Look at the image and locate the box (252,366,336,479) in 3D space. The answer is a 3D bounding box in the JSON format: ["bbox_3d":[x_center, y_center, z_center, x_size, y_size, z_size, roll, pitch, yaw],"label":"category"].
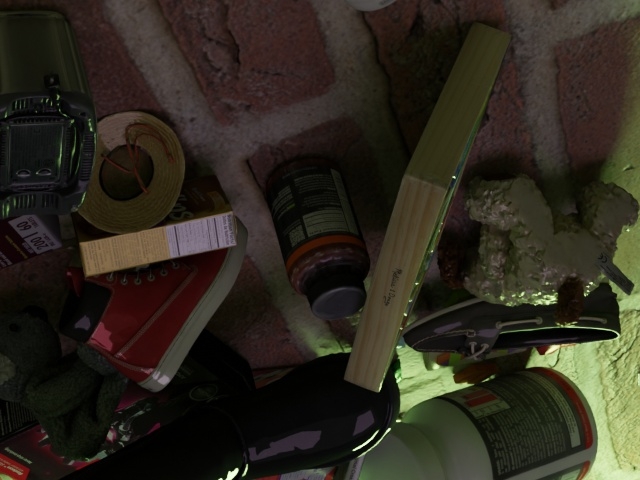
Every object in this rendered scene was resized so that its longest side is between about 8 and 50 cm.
[{"bbox_3d":[-0.069,0.338,2.183,0.154,0.142,0.300,-5,144,-16],"label":"box"}]

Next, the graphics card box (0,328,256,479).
[{"bbox_3d":[-0.301,0.248,2.009,0.371,0.094,0.233,-26,144,12],"label":"graphics card box"}]

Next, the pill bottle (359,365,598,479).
[{"bbox_3d":[0.249,0.337,2.184,0.363,0.210,0.210,-11,148,-35],"label":"pill bottle"}]

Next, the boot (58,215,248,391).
[{"bbox_3d":[-0.208,0.038,1.676,0.176,0.244,0.088,37,163,-21],"label":"boot"}]

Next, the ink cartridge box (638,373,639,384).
[{"bbox_3d":[0.609,0.246,2.432,0.083,0.028,0.048,-18,145,2],"label":"ink cartridge box"}]

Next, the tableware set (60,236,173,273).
[{"bbox_3d":[-0.231,0.009,1.759,0.194,0.039,0.128,-19,134,-7],"label":"tableware set"}]

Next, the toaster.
[{"bbox_3d":[-0.306,-0.138,1.429,0.129,0.146,0.227,-5,144,-17],"label":"toaster"}]

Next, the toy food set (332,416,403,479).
[{"bbox_3d":[0.058,0.457,2.303,0.092,0.306,0.220,36,130,-2],"label":"toy food set"}]

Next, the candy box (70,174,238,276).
[{"bbox_3d":[-0.202,-0.020,1.650,0.186,0.109,0.053,-11,119,-12],"label":"candy box"}]

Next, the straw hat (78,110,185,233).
[{"bbox_3d":[-0.227,-0.080,1.608,0.144,0.144,0.061,-11,-175,-8],"label":"straw hat"}]

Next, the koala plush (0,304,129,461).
[{"bbox_3d":[-0.366,0.167,1.781,0.221,0.196,0.203,20,96,-10],"label":"koala plush"}]

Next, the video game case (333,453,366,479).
[{"bbox_3d":[0.054,0.300,2.075,0.023,0.212,0.193,15,104,-2],"label":"video game case"}]

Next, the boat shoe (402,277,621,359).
[{"bbox_3d":[0.290,0.130,2.027,0.335,0.095,0.112,-12,160,-11],"label":"boat shoe"}]

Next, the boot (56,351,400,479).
[{"bbox_3d":[-0.146,0.279,1.701,0.367,0.146,0.445,-24,175,31],"label":"boot"}]

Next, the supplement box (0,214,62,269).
[{"bbox_3d":[-0.443,-0.010,1.615,0.239,0.073,0.130,-20,145,7],"label":"supplement box"}]

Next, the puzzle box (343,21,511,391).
[{"bbox_3d":[0.126,-0.031,1.665,0.052,0.272,0.409,21,142,6],"label":"puzzle box"}]

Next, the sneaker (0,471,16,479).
[{"bbox_3d":[-0.519,0.404,2.087,0.090,0.145,0.270,-14,145,-4],"label":"sneaker"}]

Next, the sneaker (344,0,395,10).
[{"bbox_3d":[0.093,-0.345,1.335,0.152,0.114,0.305,19,132,-41],"label":"sneaker"}]

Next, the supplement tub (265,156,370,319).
[{"bbox_3d":[0.000,0.000,1.699,0.106,0.198,0.106,-11,146,-7],"label":"supplement tub"}]

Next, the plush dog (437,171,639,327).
[{"bbox_3d":[0.291,0.029,1.896,0.262,0.211,0.225,3,167,-22],"label":"plush dog"}]

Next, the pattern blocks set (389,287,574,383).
[{"bbox_3d":[0.249,0.153,2.161,0.325,0.026,0.285,-20,145,5],"label":"pattern blocks set"}]
